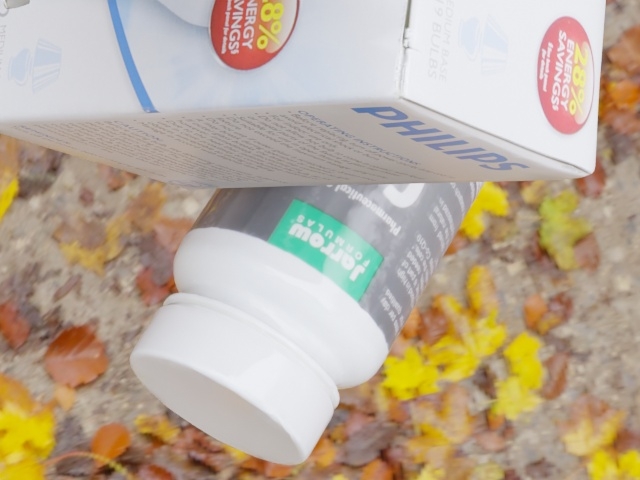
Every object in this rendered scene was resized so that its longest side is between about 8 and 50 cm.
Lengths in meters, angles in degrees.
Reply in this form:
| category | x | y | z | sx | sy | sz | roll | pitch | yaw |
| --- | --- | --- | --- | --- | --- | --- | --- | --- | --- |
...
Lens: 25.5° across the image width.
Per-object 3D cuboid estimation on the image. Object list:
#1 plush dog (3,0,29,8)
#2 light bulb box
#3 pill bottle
| category | x | y | z | sx | sy | sz | roll | pitch | yaw |
| --- | --- | --- | --- | --- | --- | --- | --- | --- | --- |
| plush dog | -0.059 | -0.205 | 0.621 | 0.210 | 0.225 | 0.262 | 43 | 63 | -50 |
| light bulb box | -0.013 | -0.227 | 0.948 | 0.225 | 0.361 | 0.357 | 14 | 79 | -51 |
| pill bottle | 0.000 | 0.000 | 1.236 | 0.204 | 0.204 | 0.361 | 35 | 67 | -9 |
